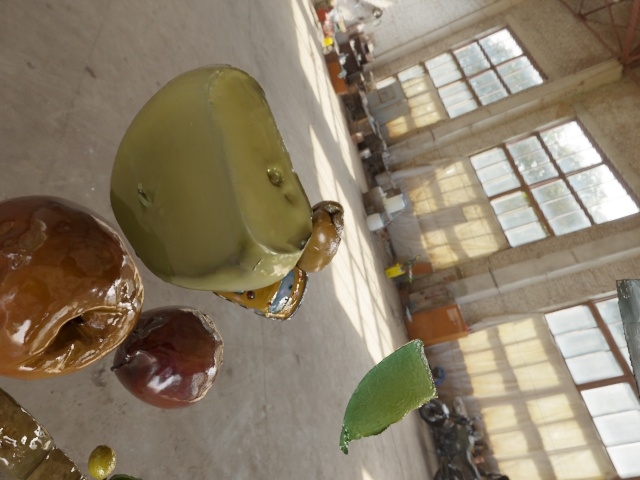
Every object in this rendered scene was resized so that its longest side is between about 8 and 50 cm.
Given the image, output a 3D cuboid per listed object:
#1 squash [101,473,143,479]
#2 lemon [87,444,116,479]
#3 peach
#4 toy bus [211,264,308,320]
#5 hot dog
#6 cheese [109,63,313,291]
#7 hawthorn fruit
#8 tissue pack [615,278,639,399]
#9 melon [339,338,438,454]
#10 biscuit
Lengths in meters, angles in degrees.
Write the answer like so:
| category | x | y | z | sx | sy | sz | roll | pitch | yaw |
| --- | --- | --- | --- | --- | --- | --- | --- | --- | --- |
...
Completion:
| category | x | y | z | sx | sy | sz | roll | pitch | yaw |
| --- | --- | --- | --- | --- | --- | --- | --- | --- | --- |
| squash | -0.120 | 0.358 | 0.337 | 0.203 | 0.288 | 0.111 | -63 | 174 | -3 |
| lemon | -0.542 | 0.552 | 1.012 | 0.065 | 0.065 | 0.092 | 5 | 83 | -73 |
| peach | -0.521 | 0.083 | 0.784 | 0.301 | 0.343 | 0.343 | 32 | 2 | 22 |
| toy bus | -0.139 | 0.070 | 0.795 | 0.126 | 0.209 | 0.136 | -68 | 158 | -5 |
| hot dog | 0.000 | 0.001 | 0.566 | 0.140 | 0.060 | 0.090 | 118 | -14 | -49 |
| cheese | -0.165 | -0.052 | 0.521 | 0.128 | 0.316 | 0.260 | -13 | 87 | -47 |
| hawthorn fruit | -0.449 | 0.332 | 1.202 | 0.325 | 0.308 | 0.308 | 47 | 26 | -35 |
| tissue pack | 0.403 | 0.086 | 0.391 | 0.026 | 0.193 | 0.123 | 0 | 82 | -73 |
| melon | 0.118 | 0.293 | 0.745 | 0.114 | 0.262 | 0.053 | 42 | 16 | 16 |
| biscuit | -0.268 | 0.099 | 0.282 | 0.047 | 0.183 | 0.320 | -54 | 162 | -45 |
